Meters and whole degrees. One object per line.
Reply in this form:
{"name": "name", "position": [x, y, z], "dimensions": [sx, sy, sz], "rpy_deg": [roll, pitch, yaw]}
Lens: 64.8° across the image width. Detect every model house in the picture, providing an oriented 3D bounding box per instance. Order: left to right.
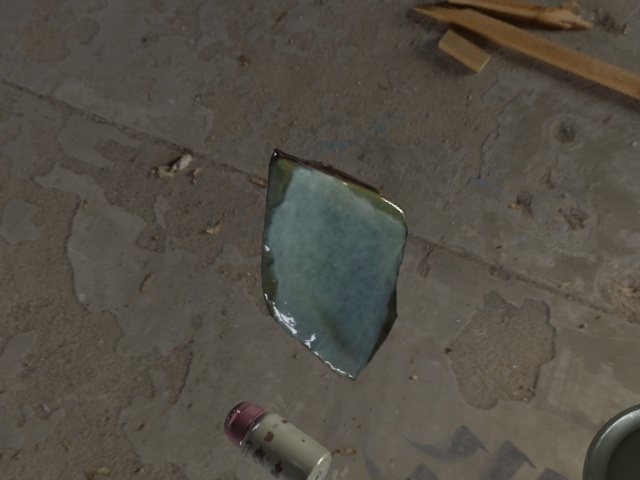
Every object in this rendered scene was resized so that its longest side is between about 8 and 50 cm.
{"name": "model house", "position": [-0.001, 0.007, 0.413], "dimensions": [0.106, 0.152, 0.165], "rpy_deg": [6, 105, -11]}

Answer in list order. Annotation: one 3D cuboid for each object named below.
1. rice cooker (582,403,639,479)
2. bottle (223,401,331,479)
{"name": "rice cooker", "position": [0.626, 0.448, 0.856], "dimensions": [0.335, 0.325, 0.335], "rpy_deg": [-20, 53, 29]}
{"name": "bottle", "position": [-0.098, 0.424, 1.047], "dimensions": [0.233, 0.110, 0.110], "rpy_deg": [25, 77, 26]}
